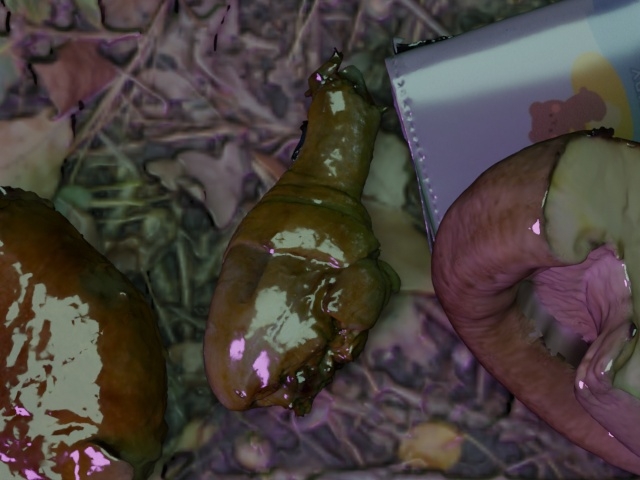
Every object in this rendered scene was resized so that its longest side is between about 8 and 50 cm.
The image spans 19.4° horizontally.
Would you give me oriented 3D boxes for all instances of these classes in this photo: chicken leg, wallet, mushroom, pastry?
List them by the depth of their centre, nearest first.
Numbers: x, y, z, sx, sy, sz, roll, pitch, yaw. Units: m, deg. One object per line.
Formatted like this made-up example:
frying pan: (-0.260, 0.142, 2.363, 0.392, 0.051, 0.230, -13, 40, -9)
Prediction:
mushroom: (0.154, 0.052, 1.057, 0.285, 0.151, 0.156, 46, 49, -31)
pastry: (-0.195, 0.079, 1.097, 0.219, 0.100, 0.229, 5, 85, 7)
chicken leg: (0.000, 0.000, 1.119, 0.103, 0.088, 0.227, 18, 74, 15)
wallet: (0.164, -0.070, 1.129, 0.231, 0.069, 0.170, -16, 97, 2)
